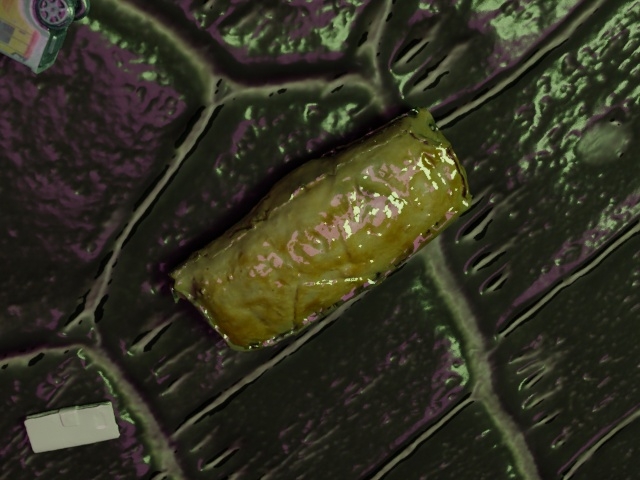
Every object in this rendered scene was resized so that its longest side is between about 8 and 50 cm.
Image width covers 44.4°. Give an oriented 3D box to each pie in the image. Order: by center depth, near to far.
[{"bbox_3d":[0.000,0.000,0.692,0.282,0.068,0.128,-33,115,10],"label":"pie"}]

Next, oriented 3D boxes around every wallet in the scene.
[{"bbox_3d":[-0.239,0.180,0.757,0.083,0.011,0.044,-10,115,-6],"label":"wallet"}]

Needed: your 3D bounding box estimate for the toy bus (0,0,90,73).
[{"bbox_3d":[-0.189,-0.219,0.557,0.075,0.064,0.190,25,107,-14],"label":"toy bus"}]
